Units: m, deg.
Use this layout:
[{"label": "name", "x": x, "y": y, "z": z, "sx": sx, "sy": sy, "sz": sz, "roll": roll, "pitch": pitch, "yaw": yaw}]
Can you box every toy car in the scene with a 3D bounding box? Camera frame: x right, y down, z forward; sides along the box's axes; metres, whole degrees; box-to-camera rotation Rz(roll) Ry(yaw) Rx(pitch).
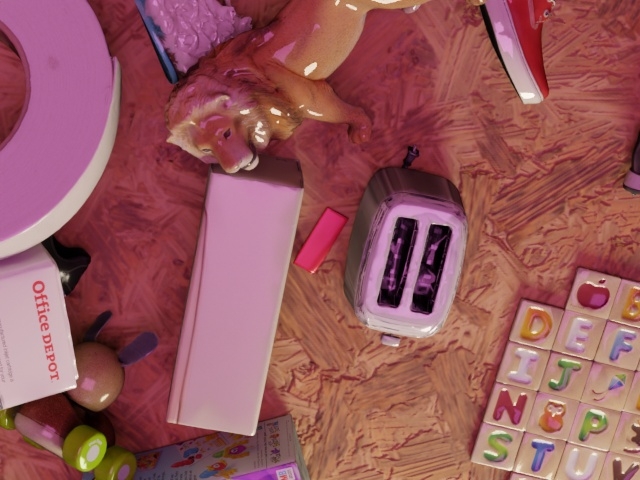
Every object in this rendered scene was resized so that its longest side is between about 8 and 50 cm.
[{"label": "toy car", "x": -0.278, "y": 0.180, "z": 1.946, "sx": 0.155, "sy": 0.149, "sz": 0.188, "roll": 23, "pitch": 76, "yaw": 31}]

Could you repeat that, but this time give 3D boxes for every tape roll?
[{"label": "tape roll", "x": -0.418, "y": -0.159, "z": 1.785, "sx": 0.392, "sy": 0.072, "sz": 0.392, "roll": 0, "pitch": 75, "yaw": 0}]

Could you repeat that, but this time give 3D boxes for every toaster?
[{"label": "toaster", "x": 0.106, "y": 0.010, "z": 1.910, "sx": 0.129, "sy": 0.146, "sz": 0.227, "roll": 12, "pitch": 104, "yaw": -7}]

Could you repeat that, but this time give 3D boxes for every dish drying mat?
[{"label": "dish drying mat", "x": 0.000, "y": 0.000, "z": 1.974, "sx": 0.032, "sy": 0.008, "sz": 0.083, "roll": 29, "pitch": 101, "yaw": -11}]

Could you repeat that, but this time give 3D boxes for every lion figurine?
[{"label": "lion figurine", "x": 0.004, "y": -0.235, "z": 1.783, "sx": 0.240, "sy": 0.142, "sz": 0.392, "roll": 21, "pitch": 110, "yaw": -43}]

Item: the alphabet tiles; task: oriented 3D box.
[{"label": "alphabet tiles", "x": 0.359, "y": 0.211, "z": 2.048, "sx": 0.285, "sy": 0.011, "sz": 0.342, "roll": 14, "pitch": 104, "yaw": -6}]

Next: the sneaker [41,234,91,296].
[{"label": "sneaker", "x": -0.384, "y": -0.049, "z": 1.900, "sx": 0.146, "sy": 0.102, "sz": 0.293, "roll": -36, "pitch": 109, "yaw": 3}]

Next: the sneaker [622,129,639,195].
[{"label": "sneaker", "x": 0.487, "y": -0.105, "z": 1.933, "sx": 0.234, "sy": 0.078, "sz": 0.106, "roll": 1, "pitch": 108, "yaw": -1}]

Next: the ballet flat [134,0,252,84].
[{"label": "ballet flat", "x": -0.204, "y": -0.369, "z": 1.805, "sx": 0.147, "sy": 0.147, "sz": 0.409, "roll": -27, "pitch": 112, "yaw": 5}]

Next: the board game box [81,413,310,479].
[{"label": "board game box", "x": -0.148, "y": 0.338, "z": 1.988, "sx": 0.275, "sy": 0.144, "sz": 0.142, "roll": -14, "pitch": 107, "yaw": 2}]

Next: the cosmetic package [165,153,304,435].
[{"label": "cosmetic package", "x": -0.103, "y": 0.057, "z": 1.907, "sx": 0.113, "sy": 0.160, "sz": 0.309, "roll": 9, "pitch": 104, "yaw": -5}]

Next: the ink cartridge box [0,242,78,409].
[{"label": "ink cartridge box", "x": -0.412, "y": 0.108, "z": 1.815, "sx": 0.237, "sy": 0.100, "sz": 0.172, "roll": -16, "pitch": 120, "yaw": -19}]

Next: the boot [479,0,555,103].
[{"label": "boot", "x": 0.273, "y": -0.292, "z": 1.869, "sx": 0.176, "sy": 0.088, "sz": 0.244, "roll": -18, "pitch": 102, "yaw": 1}]
